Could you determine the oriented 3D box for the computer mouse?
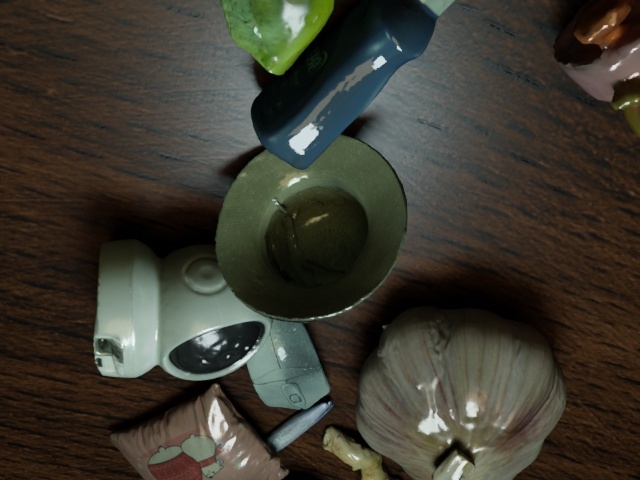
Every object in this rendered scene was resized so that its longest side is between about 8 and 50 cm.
[{"bbox_3d":[-0.054,0.196,1.303,0.113,0.068,0.229,-13,124,7],"label":"computer mouse"}]

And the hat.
[{"bbox_3d":[0.000,0.000,1.117,0.257,0.257,0.130,-18,156,9],"label":"hat"}]

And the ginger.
[{"bbox_3d":[0.097,0.423,1.468,0.089,0.075,0.288,-51,120,-19],"label":"ginger"}]

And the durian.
[{"bbox_3d":[-0.049,-0.308,0.936,0.139,0.101,0.250,0,125,-3],"label":"durian"}]

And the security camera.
[{"bbox_3d":[-0.182,0.093,1.159,0.236,0.194,0.194,2,125,-11],"label":"security camera"}]

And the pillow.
[{"bbox_3d":[-0.198,0.354,1.386,0.236,0.084,0.223,-31,108,16],"label":"pillow"}]

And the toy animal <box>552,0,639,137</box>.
[{"bbox_3d":[0.402,-0.202,1.006,0.281,0.195,0.169,31,157,-18],"label":"toy animal"}]

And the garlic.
[{"bbox_3d":[0.209,0.232,1.264,0.322,0.241,0.322,-6,111,-17],"label":"garlic"}]

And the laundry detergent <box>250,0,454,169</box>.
[{"bbox_3d":[0.043,-0.217,0.984,0.094,0.143,0.290,37,111,-22],"label":"laundry detergent"}]

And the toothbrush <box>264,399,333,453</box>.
[{"bbox_3d":[-0.128,0.388,1.452,0.035,0.042,0.413,38,112,-25],"label":"toothbrush"}]
